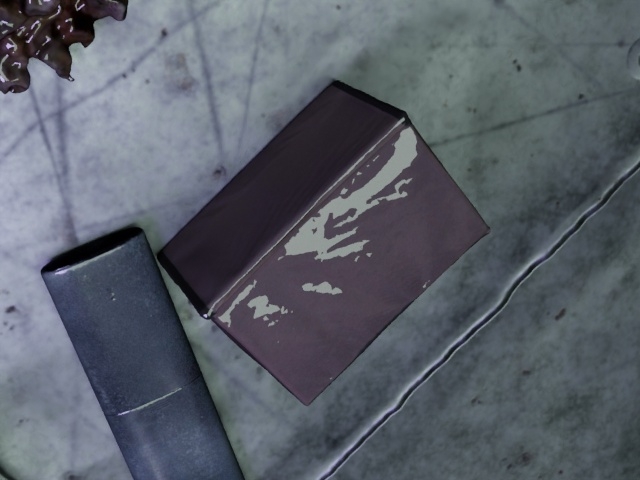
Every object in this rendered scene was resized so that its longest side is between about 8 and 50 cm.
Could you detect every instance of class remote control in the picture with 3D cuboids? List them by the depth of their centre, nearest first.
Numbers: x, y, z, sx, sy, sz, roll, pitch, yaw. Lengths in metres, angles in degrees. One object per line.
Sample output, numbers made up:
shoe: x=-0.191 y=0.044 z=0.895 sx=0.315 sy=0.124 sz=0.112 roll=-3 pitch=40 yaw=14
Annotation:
remote control: x=-0.163 y=0.169 z=1.277 sx=0.107 sy=0.044 sz=0.378 roll=-26 pitch=115 yaw=-14

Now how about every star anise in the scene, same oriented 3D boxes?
star anise: x=-0.256 y=-0.232 z=1.078 sx=0.214 sy=0.099 sz=0.220 roll=15 pitch=103 yaw=-33

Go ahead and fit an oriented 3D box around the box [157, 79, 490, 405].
box: x=0.000 y=0.000 z=1.198 sx=0.252 sy=0.188 sz=0.153 roll=-44 pitch=116 yaw=-3
